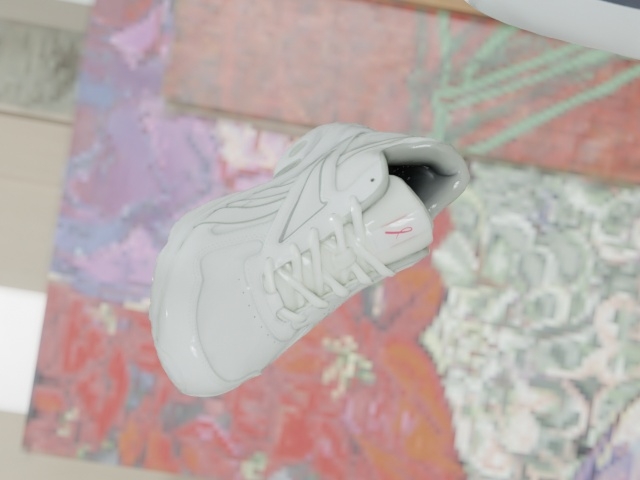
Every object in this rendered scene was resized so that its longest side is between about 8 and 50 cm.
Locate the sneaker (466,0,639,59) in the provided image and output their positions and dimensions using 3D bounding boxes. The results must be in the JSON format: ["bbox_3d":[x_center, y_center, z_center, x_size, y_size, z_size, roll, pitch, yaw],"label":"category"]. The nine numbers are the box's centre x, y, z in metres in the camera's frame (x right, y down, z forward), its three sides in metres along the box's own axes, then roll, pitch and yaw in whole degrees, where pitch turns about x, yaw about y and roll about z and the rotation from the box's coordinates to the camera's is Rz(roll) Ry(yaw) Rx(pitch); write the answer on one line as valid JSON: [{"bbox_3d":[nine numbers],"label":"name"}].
[{"bbox_3d":[0.180,-0.101,0.522,0.126,0.321,0.127,-30,-49,-48],"label":"sneaker"}]

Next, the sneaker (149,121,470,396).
[{"bbox_3d":[0.000,0.000,0.994,0.115,0.090,0.232,-6,31,43],"label":"sneaker"}]
